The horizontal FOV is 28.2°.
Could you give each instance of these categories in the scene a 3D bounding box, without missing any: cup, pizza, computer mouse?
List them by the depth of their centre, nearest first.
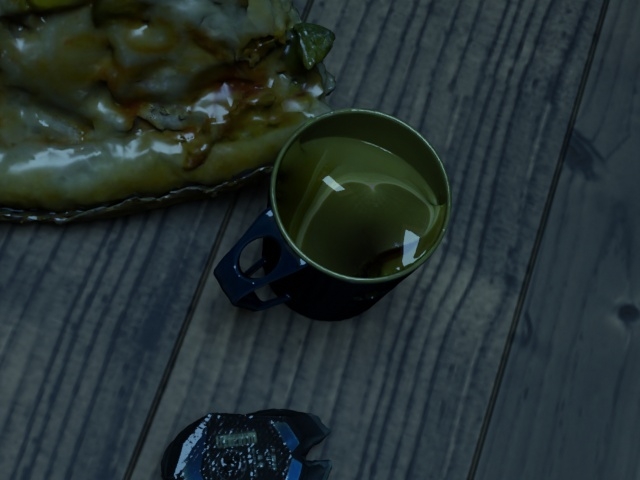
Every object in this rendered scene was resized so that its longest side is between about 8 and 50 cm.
[{"bbox_3d":[-0.166,-0.135,0.922,0.392,0.435,0.080,27,31,-30],"label":"pizza"},{"bbox_3d":[-0.056,0.164,0.949,0.135,0.047,0.079,-5,84,-23],"label":"computer mouse"},{"bbox_3d":[0.000,0.000,0.956,0.177,0.155,0.131,-28,78,-15],"label":"cup"}]
